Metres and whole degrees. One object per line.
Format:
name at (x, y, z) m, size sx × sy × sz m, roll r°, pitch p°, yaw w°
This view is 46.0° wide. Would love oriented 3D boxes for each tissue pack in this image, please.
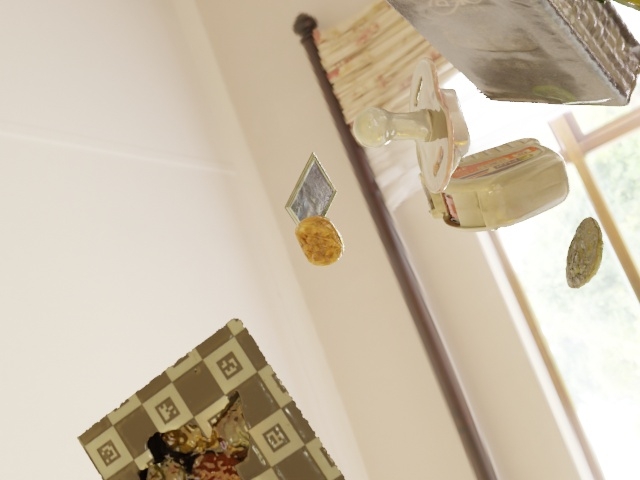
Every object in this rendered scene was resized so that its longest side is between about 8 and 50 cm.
tissue pack at (0.301, -0.350, 1.188) m, size 0.394 × 0.288 × 0.124 m, roll 28°, pitch -99°, yaw -45°

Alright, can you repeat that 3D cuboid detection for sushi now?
sushi at (-0.143, 0.352, 1.140) m, size 0.359 × 0.343 × 0.064 m, roll 55°, pitch -166°, yaw 9°

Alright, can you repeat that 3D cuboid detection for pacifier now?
pacifier at (0.060, -0.076, 0.524) m, size 0.081 × 0.078 × 0.099 m, roll 102°, pitch 161°, yaw -55°

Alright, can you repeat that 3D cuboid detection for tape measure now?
tape measure at (0.353, -0.107, 1.533) m, size 0.265 × 0.258 × 0.130 m, roll -107°, pitch -1°, yaw -71°

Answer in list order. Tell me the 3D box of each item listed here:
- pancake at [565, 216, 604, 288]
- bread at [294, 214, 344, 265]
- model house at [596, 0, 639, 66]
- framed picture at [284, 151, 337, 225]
pancake at (0.368, 0.017, 1.055) m, size 0.017 × 0.108 × 0.108 m, roll 15°, pitch -139°, yaw -6°
bread at (0.000, 0.000, 1.494) m, size 0.111 × 0.083 × 0.044 m, roll 62°, pitch -160°, yaw -21°
model house at (0.436, -0.299, 0.737) m, size 0.300 × 0.340 × 0.324 m, roll 26°, pitch -137°, yaw 5°
framed picture at (-0.018, -0.100, 1.826) m, size 0.142 × 0.011 × 0.183 m, roll 57°, pitch -134°, yaw -39°
